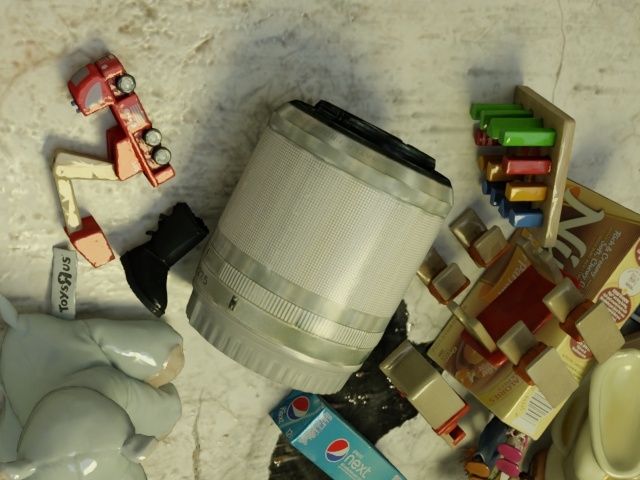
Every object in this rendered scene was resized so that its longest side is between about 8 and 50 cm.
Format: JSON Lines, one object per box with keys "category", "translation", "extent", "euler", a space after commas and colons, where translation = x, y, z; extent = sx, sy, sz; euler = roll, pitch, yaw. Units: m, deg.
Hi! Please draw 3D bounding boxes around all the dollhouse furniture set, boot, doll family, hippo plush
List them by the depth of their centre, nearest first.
{"category": "hippo plush", "translation": [-0.228, 0.182, 0.948], "extent": [0.234, 0.236, 0.294], "euler": [-11, 117, -23]}
{"category": "boot", "translation": [-0.162, 0.017, 0.983], "extent": [0.099, 0.121, 0.045], "euler": [-40, 127, 1]}
{"category": "dollhouse furniture set", "translation": [0.212, 0.124, 1.147], "extent": [0.259, 0.262, 0.135], "euler": [-43, 127, -2]}
{"category": "doll family", "translation": [0.256, 0.309, 1.333], "extent": [0.163, 0.118, 0.263], "euler": [-46, 146, -47]}

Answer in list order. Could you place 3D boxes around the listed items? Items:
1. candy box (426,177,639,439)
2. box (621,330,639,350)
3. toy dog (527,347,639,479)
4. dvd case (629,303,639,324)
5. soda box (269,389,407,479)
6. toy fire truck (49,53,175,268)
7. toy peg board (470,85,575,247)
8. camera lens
{"category": "candy box", "translation": [0.305, 0.084, 1.225], "extent": [0.087, 0.183, 0.316], "euler": [34, 94, -36]}
{"category": "box", "translation": [0.552, 0.202, 1.488], "extent": [0.201, 0.021, 0.164], "euler": [-15, 126, -15]}
{"category": "toy dog", "translation": [0.464, 0.351, 1.319], "extent": [0.285, 0.408, 0.395], "euler": [6, 79, 0]}
{"category": "dvd case", "translation": [0.589, 0.077, 1.470], "extent": [0.239, 0.029, 0.179], "euler": [28, 98, -34]}
{"category": "soda box", "translation": [0.026, 0.282, 1.233], "extent": [0.067, 0.071, 0.210], "euler": [-45, 125, -4]}
{"category": "toy fire truck", "translation": [-0.227, -0.081, 0.943], "extent": [0.135, 0.047, 0.192], "euler": [-30, 123, -12]}
{"category": "toy peg board", "translation": [0.236, -0.095, 1.131], "extent": [0.079, 0.161, 0.160], "euler": [-1, 114, -9]}
{"category": "camera lens", "translation": [0.000, 0.000, 0.998], "extent": [0.219, 0.219, 0.274], "euler": [21, 101, -34]}
